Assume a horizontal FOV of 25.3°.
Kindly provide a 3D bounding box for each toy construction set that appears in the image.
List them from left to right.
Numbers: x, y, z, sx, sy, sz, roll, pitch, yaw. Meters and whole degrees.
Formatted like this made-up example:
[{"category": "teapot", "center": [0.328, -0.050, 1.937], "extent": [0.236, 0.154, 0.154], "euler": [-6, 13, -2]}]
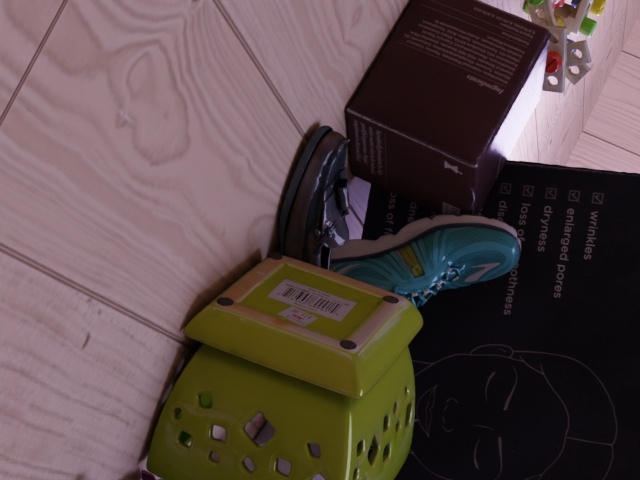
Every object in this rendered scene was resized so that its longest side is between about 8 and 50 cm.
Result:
[{"category": "toy construction set", "center": [0.371, -0.371, 2.216], "extent": [0.327, 0.151, 0.215], "euler": [-64, 172, -56]}]

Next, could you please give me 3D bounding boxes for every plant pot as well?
[{"category": "plant pot", "center": [-0.024, 0.149, 1.488], "extent": [0.227, 0.228, 0.207], "euler": [-40, 144, -59]}]

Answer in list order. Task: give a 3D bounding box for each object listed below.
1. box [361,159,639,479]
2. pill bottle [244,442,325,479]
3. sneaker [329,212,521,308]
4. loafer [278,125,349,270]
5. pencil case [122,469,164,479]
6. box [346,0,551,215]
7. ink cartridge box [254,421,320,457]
[{"category": "box", "center": [0.295, 0.157, 1.822], "extent": [0.297, 0.472, 0.480], "euler": [21, 78, -61]}, {"category": "pill bottle", "center": [-0.108, 0.408, 1.634], "extent": [0.363, 0.210, 0.210], "euler": [-49, 159, -47]}, {"category": "sneaker", "center": [0.106, 0.050, 1.683], "extent": [0.110, 0.275, 0.107], "euler": [-95, 167, -51]}, {"category": "loafer", "center": [0.000, 0.000, 1.583], "extent": [0.096, 0.084, 0.267], "euler": [-44, 156, -55]}, {"category": "pencil case", "center": [-0.094, 0.348, 1.440], "extent": [0.124, 0.284, 0.124], "euler": [-55, 167, -19]}, {"category": "box", "center": [0.151, -0.161, 1.687], "extent": [0.203, 0.167, 0.168], "euler": [-59, 166, -20]}, {"category": "ink cartridge box", "center": [-0.014, 0.306, 1.975], "extent": [0.128, 0.127, 0.176], "euler": [-54, 163, -38]}]
